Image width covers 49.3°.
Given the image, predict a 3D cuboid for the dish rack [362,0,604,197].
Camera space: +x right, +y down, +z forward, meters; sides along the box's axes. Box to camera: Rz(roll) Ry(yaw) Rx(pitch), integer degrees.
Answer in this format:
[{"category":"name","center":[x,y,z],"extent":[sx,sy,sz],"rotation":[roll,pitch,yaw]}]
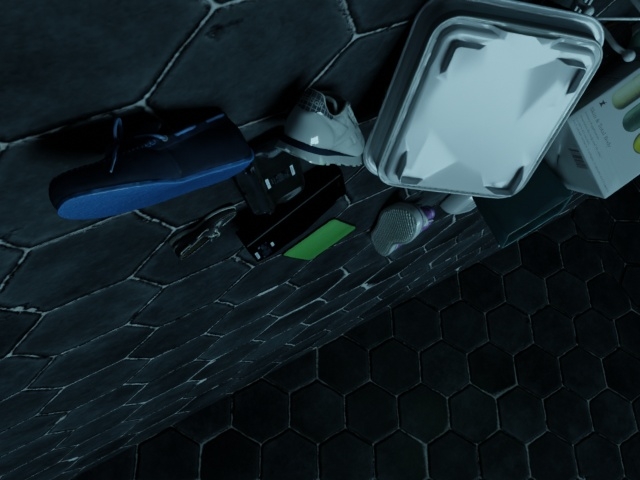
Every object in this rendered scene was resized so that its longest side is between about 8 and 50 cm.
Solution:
[{"category":"dish rack","center":[0.235,-0.183,1.020],"extent":[0.285,0.072,0.333],"rotation":[6,136,-13]}]

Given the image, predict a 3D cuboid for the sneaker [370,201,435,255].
[{"category":"sneaker","center":[0.228,-0.060,1.741],"extent":[0.161,0.102,0.282],"rotation":[-31,176,-17]}]

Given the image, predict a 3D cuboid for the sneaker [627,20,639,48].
[{"category":"sneaker","center":[0.790,-0.434,1.520],"extent":[0.256,0.151,0.094],"rotation":[-28,164,-14]}]

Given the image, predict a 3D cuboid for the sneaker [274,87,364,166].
[{"category":"sneaker","center":[0.019,-0.163,1.002],"extent":[0.235,0.090,0.095],"rotation":[-24,133,-70]}]

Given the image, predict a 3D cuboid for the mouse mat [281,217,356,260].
[{"category":"mouse mat","center":[0.000,0.000,1.635],"extent":[0.152,0.007,0.190],"rotation":[-35,164,13]}]

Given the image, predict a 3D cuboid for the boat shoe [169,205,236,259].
[{"category":"boat shoe","center":[-0.188,-0.013,1.150],"extent":[0.125,0.038,0.046],"rotation":[-31,164,-4]}]

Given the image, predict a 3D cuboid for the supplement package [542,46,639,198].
[{"category":"supplement package","center":[0.608,-0.256,1.475],"extent":[0.263,0.199,0.198],"rotation":[-35,-161,-4]}]

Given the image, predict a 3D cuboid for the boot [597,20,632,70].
[{"category":"boot","center":[0.528,-0.368,1.423],"extent":[0.219,0.082,0.106],"rotation":[-40,-168,-7]}]

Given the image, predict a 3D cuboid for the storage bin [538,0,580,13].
[{"category":"storage bin","center":[0.352,-0.281,1.133],"extent":[0.180,0.084,0.122],"rotation":[-59,165,-2]}]

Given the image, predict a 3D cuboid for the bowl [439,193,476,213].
[{"category":"bowl","center":[0.424,-0.124,1.994],"extent":[0.142,0.053,0.142],"rotation":[-13,158,-49]}]

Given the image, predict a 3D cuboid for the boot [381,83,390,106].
[{"category":"boot","center":[0.182,-0.215,1.154],"extent":[0.179,0.085,0.236],"rotation":[-26,158,-14]}]

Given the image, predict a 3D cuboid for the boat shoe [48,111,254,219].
[{"category":"boat shoe","center":[-0.198,-0.091,0.800],"extent":[0.109,0.089,0.258],"rotation":[-27,177,40]}]

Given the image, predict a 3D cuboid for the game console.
[{"category":"game console","center":[-0.059,-0.083,1.154],"extent":[0.213,0.044,0.361],"rotation":[-38,162,-7]}]

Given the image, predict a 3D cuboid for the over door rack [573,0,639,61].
[{"category":"over door rack","center":[0.571,-0.400,1.121],"extent":[0.324,0.108,0.239],"rotation":[-10,164,-3]}]

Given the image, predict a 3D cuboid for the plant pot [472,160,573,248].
[{"category":"plant pot","center":[0.429,-0.134,1.609],"extent":[0.165,0.234,0.166],"rotation":[-33,166,2]}]
